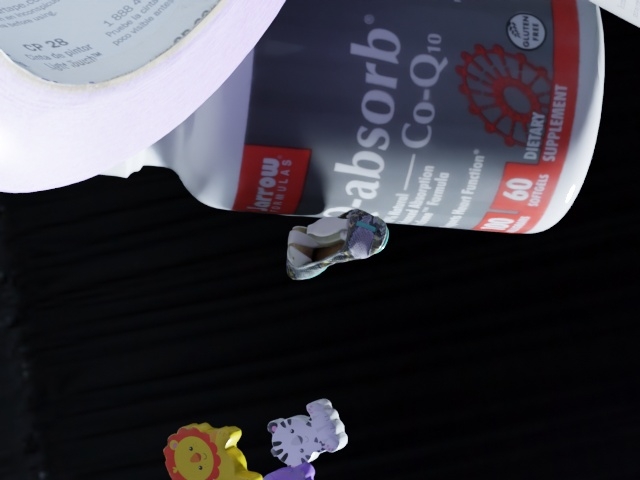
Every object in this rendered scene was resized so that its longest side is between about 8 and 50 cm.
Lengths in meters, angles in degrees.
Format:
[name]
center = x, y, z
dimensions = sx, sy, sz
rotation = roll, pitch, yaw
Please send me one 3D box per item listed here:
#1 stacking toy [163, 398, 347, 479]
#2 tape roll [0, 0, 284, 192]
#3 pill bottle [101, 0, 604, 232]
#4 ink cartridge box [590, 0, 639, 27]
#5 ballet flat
[stacking toy]
center = -0.002, 0.206, 0.807
dimensions = 0.221, 0.052, 0.167
rotation = 64, 19, 10
[tape roll]
center = -0.091, -0.158, 0.479
dimensions = 0.090, 0.275, 0.275
rotation = 32, -34, 21
[pill bottle]
center = 0.005, -0.120, 0.951
dimensions = 0.210, 0.362, 0.210
rotation = -176, -90, -82
[ink cartridge box]
center = 0.141, -0.121, 0.498
dimensions = 0.067, 0.198, 0.115
rotation = -60, 170, 4
[ballet flat]
center = 0.000, 0.000, 0.916
dimensions = 0.114, 0.041, 0.041
rotation = -20, -101, 51
